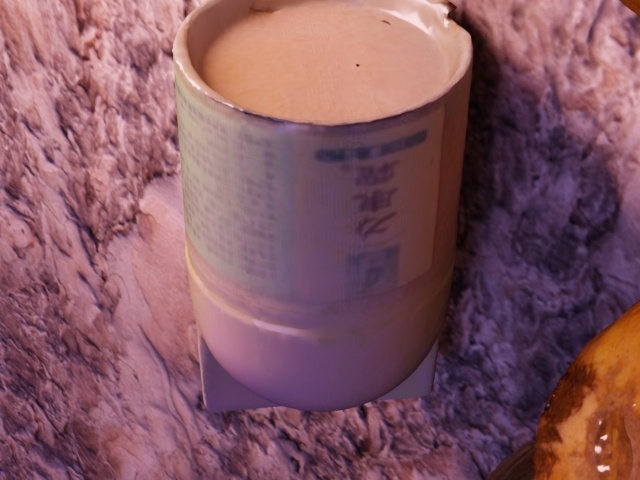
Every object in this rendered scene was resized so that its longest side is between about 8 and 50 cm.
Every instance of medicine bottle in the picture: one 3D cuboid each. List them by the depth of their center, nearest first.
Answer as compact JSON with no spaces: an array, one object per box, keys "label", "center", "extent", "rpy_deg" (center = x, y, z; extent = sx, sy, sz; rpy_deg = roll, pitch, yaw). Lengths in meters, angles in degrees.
[{"label":"medicine bottle","center":[0.000,0.000,1.094],"extent":[0.236,0.236,0.406],"rpy_deg":[26,135,28]}]

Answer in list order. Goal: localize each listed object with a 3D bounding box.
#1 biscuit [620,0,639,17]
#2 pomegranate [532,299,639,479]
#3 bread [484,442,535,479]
[{"label":"biscuit","center":[0.258,-0.143,0.759],"extent":[0.197,0.049,0.301],"rpy_deg":[47,-178,-5]},{"label":"pomegranate","center":[0.303,0.168,0.890],"extent":[0.322,0.322,0.322],"rpy_deg":[26,136,28]},{"label":"bread","center":[0.229,0.266,1.176],"extent":[0.141,0.134,0.148],"rpy_deg":[50,155,0]}]
